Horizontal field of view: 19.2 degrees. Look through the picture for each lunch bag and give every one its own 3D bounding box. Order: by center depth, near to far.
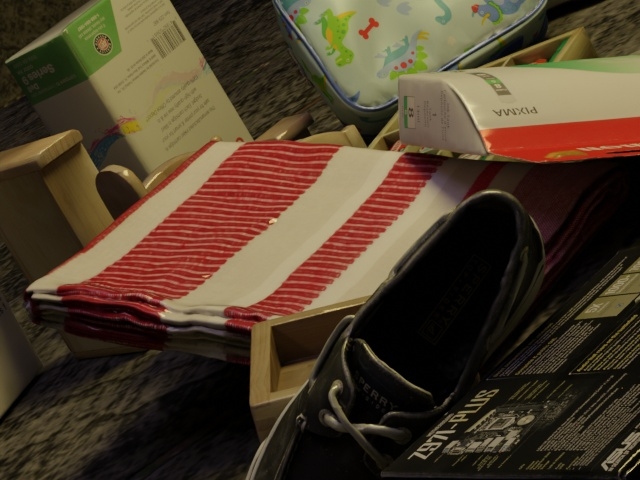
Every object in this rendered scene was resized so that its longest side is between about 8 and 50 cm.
[{"bbox_3d":[0.080,-0.200,1.642,0.219,0.176,0.090,-33,-17,-6],"label":"lunch bag"}]

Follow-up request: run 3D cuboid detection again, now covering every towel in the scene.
[{"bbox_3d":[0.000,0.000,1.192,0.329,0.037,0.237,6,33,34],"label":"towel"}]

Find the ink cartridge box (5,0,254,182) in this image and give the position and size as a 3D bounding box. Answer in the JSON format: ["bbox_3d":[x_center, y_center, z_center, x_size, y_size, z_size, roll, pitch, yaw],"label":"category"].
[{"bbox_3d":[-0.171,-0.122,1.764,0.093,0.212,0.154,-22,17,38],"label":"ink cartridge box"}]

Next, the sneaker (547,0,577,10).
[{"bbox_3d":[0.189,-0.279,1.726,0.305,0.152,0.114,-25,13,13],"label":"sneaker"}]

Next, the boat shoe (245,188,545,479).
[{"bbox_3d":[0.025,0.071,0.852,0.219,0.077,0.070,-59,-12,-4],"label":"boat shoe"}]

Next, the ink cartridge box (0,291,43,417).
[{"bbox_3d":[-0.350,0.133,1.489,0.219,0.093,0.160,-22,17,25],"label":"ink cartridge box"}]

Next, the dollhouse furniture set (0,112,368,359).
[{"bbox_3d":[-0.082,-0.078,1.529,0.355,0.174,0.303,-40,19,-34],"label":"dollhouse furniture set"}]

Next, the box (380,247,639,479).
[{"bbox_3d":[0.141,0.077,0.792,0.180,0.078,0.147,-39,18,-33],"label":"box"}]

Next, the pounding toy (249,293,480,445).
[{"bbox_3d":[0.021,0.100,0.945,0.130,0.100,0.141,-14,19,3],"label":"pounding toy"}]

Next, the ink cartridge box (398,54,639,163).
[{"bbox_3d":[0.169,-0.084,1.181,0.181,0.056,0.224,-6,6,-18],"label":"ink cartridge box"}]

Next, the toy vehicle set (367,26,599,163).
[{"bbox_3d":[0.102,-0.071,1.429,0.166,0.035,0.267,-20,18,31],"label":"toy vehicle set"}]
